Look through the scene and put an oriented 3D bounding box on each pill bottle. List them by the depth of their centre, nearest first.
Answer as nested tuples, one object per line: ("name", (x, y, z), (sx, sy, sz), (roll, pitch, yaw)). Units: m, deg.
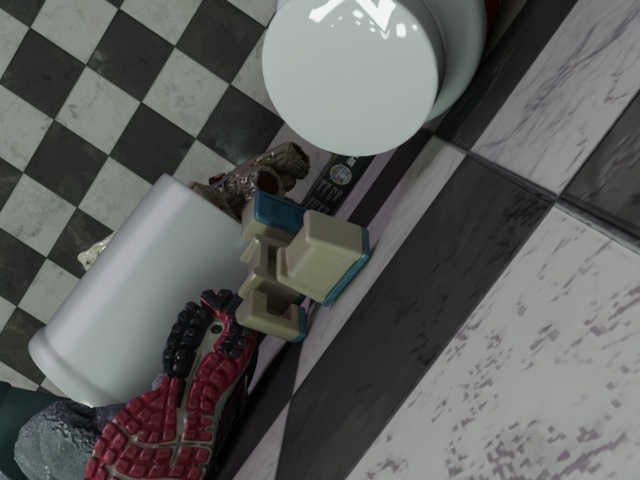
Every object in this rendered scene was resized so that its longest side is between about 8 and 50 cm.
("pill bottle", (0.086, -0.268, 0.834), (0.229, 0.229, 0.407), (-52, 6, 40))

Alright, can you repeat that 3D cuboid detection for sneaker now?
("sneaker", (-0.140, 0.200, 0.786), (0.112, 0.121, 0.299), (82, -149, -50))

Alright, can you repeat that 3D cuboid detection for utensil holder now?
("utensil holder", (-0.273, 0.117, 1.314), (0.385, 0.328, 0.327), (-55, 4, -4))

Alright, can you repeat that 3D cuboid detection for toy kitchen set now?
("toy kitchen set", (0.000, 0.000, 0.796), (0.166, 0.122, 0.207), (-53, 26, 34))

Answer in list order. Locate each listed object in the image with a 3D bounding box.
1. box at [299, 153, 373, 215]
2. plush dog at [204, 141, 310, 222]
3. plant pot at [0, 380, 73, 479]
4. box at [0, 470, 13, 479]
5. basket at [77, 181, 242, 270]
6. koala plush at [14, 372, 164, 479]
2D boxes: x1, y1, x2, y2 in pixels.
("box", (0.044, -0.149, 1.505), (0.270, 0.060, 0.216), (-54, 6, 34))
("plush dog", (-0.120, -0.065, 1.609), (0.211, 0.225, 0.262), (-16, 20, 25))
("plant pot", (-0.547, 0.437, 1.405), (0.341, 0.334, 0.341), (-171, 90, -77))
("box", (-0.520, 0.453, 1.023), (0.163, 0.142, 0.247), (-8, 37, 47))
("basket", (-0.306, 0.057, 1.650), (0.331, 0.266, 0.328), (-32, 0, 3))
("koala plush", (-0.243, 0.263, 0.930), (0.221, 0.203, 0.196), (-27, -36, -57))
